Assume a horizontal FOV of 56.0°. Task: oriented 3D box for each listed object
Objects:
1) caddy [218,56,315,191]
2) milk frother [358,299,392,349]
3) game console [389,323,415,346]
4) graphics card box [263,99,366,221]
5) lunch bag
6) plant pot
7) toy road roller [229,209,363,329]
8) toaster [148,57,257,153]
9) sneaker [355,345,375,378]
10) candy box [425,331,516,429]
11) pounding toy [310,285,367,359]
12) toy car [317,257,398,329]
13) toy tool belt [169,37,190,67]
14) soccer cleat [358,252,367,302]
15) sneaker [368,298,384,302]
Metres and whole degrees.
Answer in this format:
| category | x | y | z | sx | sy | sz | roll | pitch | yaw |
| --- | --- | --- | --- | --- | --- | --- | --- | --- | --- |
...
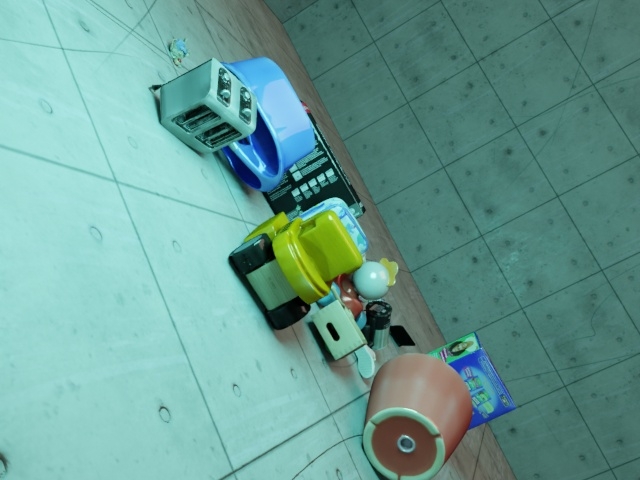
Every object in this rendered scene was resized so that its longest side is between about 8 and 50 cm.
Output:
| category | x | y | z | sx | sy | sz | roll | pitch | yaw |
| --- | --- | --- | --- | --- | --- | --- | --- | --- | --- |
| caddy | -0.175 | -0.292 | 1.518 | 0.179 | 0.241 | 0.341 | -31 | 91 | -34 |
| milk frother | 0.143 | 0.259 | 1.896 | 0.143 | 0.129 | 0.134 | 35 | -48 | 45 |
| game console | 0.309 | 0.354 | 2.359 | 0.122 | 0.071 | 0.107 | 55 | 15 | -27 |
| graphics card box | -0.057 | -0.184 | 1.740 | 0.371 | 0.233 | 0.094 | 60 | 13 | -3 |
| lunch bag | 0.000 | 0.000 | 1.598 | 0.176 | 0.219 | 0.090 | 58 | 7 | -21 |
| plant pot | 0.229 | 0.448 | 1.490 | 0.275 | 0.275 | 0.243 | 61 | 22 | -1 |
| toy road roller | -0.031 | 0.034 | 1.356 | 0.202 | 0.240 | 0.329 | 59 | 13 | -9 |
| toaster | -0.257 | -0.295 | 1.343 | 0.168 | 0.186 | 0.110 | 36 | 42 | -53 |
| sneaker | 0.140 | 0.355 | 1.755 | 0.070 | 0.051 | 0.134 | 44 | 16 | -37 |
| candy box | 0.441 | 0.498 | 2.015 | 0.268 | 0.317 | 0.122 | 59 | 12 | -15 |
| pounding toy | 0.038 | 0.217 | 1.590 | 0.181 | 0.094 | 0.206 | 59 | 3 | 13 |
| toy car | 0.117 | 0.114 | 1.761 | 0.219 | 0.238 | 0.210 | 48 | 18 | -46 |
| toy tool belt | -0.373 | -0.507 | 1.612 | 0.052 | 0.051 | 0.083 | 44 | 21 | -51 |
| soccer cleat | 0.109 | 0.058 | 2.058 | 0.331 | 0.143 | 0.116 | 59 | 13 | -12 |
| sneaker | 0.217 | 0.243 | 2.275 | 0.052 | 0.058 | 0.135 | 38 | 27 | -60 |
